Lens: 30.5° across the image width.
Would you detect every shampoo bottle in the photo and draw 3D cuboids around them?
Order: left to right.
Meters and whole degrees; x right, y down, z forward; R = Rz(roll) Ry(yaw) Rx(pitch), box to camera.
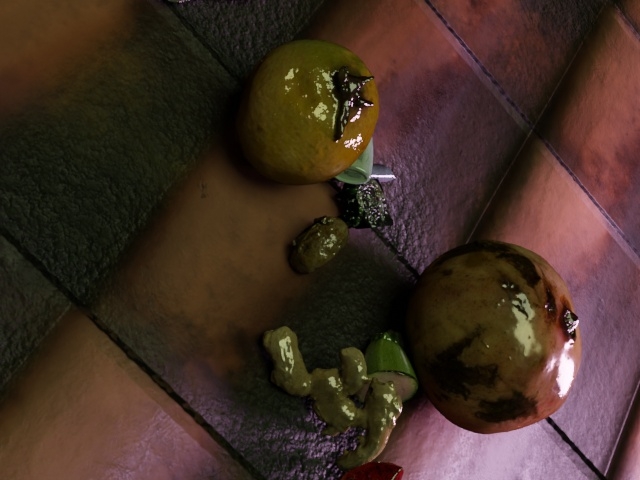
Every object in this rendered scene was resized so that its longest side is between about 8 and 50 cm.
[{"bbox_3d":[0.061,-0.172,2.002,0.069,0.041,0.190,8,45,3],"label":"shampoo bottle"}]

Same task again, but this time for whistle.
[{"bbox_3d":[0.055,-0.116,2.009,0.177,0.033,0.033,-3,76,-39],"label":"whistle"}]

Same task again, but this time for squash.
[{"bbox_3d":[0.103,0.189,1.910,0.105,0.105,0.132,27,42,-29],"label":"squash"}]

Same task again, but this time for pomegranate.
[{"bbox_3d":[0.287,0.157,1.941,0.322,0.322,0.322,15,65,-35],"label":"pomegranate"}]

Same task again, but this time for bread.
[{"bbox_3d":[0.000,0.000,1.891,0.060,0.082,0.113,50,47,-10],"label":"bread"}]

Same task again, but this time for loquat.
[{"bbox_3d":[-0.017,-0.202,1.848,0.244,0.244,0.243,15,65,-35],"label":"loquat"}]

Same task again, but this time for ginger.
[{"bbox_3d":[0.021,0.222,1.814,0.149,0.065,0.258,-38,92,-6],"label":"ginger"}]

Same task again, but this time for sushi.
[{"bbox_3d":[0.071,-0.061,1.978,0.085,0.056,0.083,-5,89,-38],"label":"sushi"}]

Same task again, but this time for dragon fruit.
[{"bbox_3d":[0.055,0.408,1.790,0.083,0.106,0.162,24,62,22],"label":"dragon fruit"}]

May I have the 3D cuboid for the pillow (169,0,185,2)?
[{"bbox_3d":[-0.191,-0.449,1.929,0.218,0.033,0.130,-9,79,-41],"label":"pillow"}]
